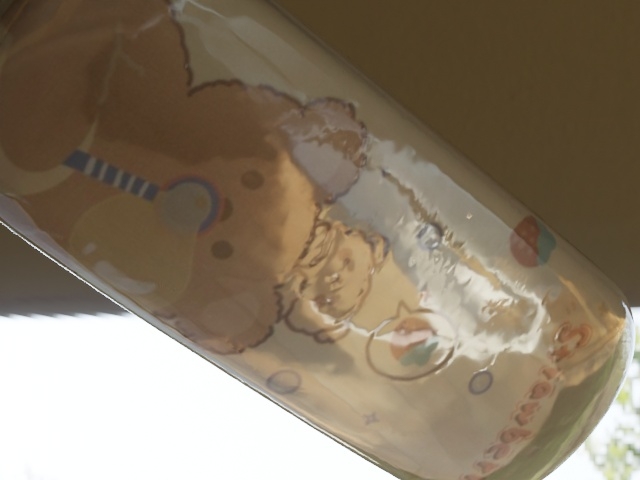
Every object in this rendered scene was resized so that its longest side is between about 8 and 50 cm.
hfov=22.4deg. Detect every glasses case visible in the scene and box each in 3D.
[{"bbox_3d":[0.000,0.000,0.396,0.204,0.051,0.081,34,-84,-32],"label":"glasses case"}]
